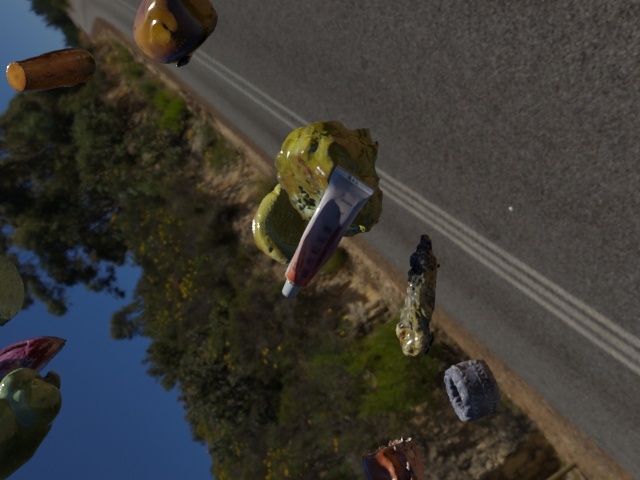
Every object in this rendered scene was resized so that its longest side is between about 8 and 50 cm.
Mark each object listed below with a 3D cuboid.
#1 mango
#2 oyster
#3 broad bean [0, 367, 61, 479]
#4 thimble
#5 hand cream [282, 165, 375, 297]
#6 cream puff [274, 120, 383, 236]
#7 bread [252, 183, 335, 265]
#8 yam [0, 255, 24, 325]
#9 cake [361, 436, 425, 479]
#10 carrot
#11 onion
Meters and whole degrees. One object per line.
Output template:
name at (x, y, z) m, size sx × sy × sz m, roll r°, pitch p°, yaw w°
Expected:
mango at (-0.350, -0.525, 1.419) m, size 0.152 × 0.201 × 0.287 m, roll 16°, pitch 160°, yaw -28°
oyster at (0.261, 0.154, 1.641) m, size 0.128 × 0.078 × 0.345 m, roll 19°, pitch 105°, yaw 61°
broad bean at (-0.560, 0.338, 1.091) m, size 0.100 × 0.228 × 0.169 m, roll 31°, pitch 158°, yaw 22°
thimble at (0.379, 0.375, 1.499) m, size 0.150 × 0.097 × 0.150 m, roll 166°, pitch 90°, yaw -84°
hand cream at (0.001, 0.000, 0.831) m, size 0.052 × 0.216 × 0.038 m, roll 17°, pitch -147°, yaw -20°
cream puff at (0.042, -0.134, 1.243) m, size 0.281 × 0.185 × 0.282 m, roll 37°, pitch 153°, yaw 23°
bread at (-0.061, -0.046, 1.716) m, size 0.270 × 0.269 × 0.148 m, roll 55°, pitch 171°, yaw 2°
yam at (-0.754, 0.168, 1.211) m, size 0.133 × 0.330 × 0.133 m, roll 57°, pitch -175°, yaw -7°
cake at (0.129, 0.394, 1.052) m, size 0.287 × 0.098 × 0.135 m, roll -85°, pitch -30°, yaw -87°
carrot at (-0.587, -0.373, 1.310) m, size 0.087 × 0.193 × 0.087 m, roll 18°, pitch 122°, yaw 32°
onion at (-0.740, 0.311, 1.432) m, size 0.111 × 0.250 × 0.247 m, roll 44°, pitch 134°, yaw -8°
